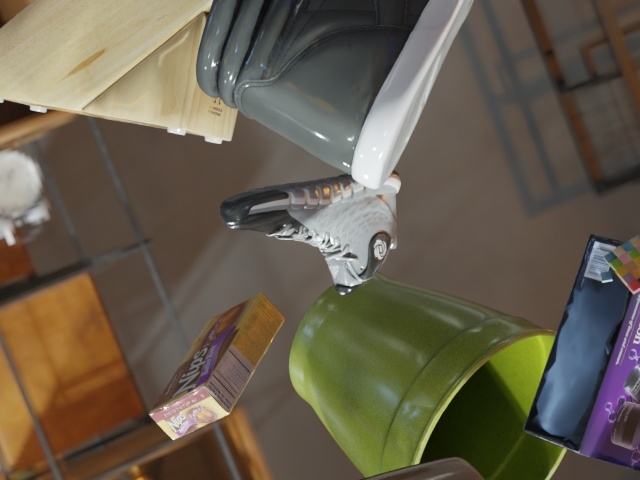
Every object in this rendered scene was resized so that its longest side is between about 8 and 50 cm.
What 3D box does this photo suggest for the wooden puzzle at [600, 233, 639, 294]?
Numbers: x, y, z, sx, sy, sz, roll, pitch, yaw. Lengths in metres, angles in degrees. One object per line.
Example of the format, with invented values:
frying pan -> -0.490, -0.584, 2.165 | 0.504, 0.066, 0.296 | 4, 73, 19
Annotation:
wooden puzzle -> 0.305, 0.020, 1.403 | 0.083, 0.049, 0.006 | -29, 149, -9

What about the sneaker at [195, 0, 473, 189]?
sneaker -> 0.024, -0.174, 0.883 | 0.104, 0.147, 0.296 | 103, 12, -56

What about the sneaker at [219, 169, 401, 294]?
sneaker -> 0.000, 0.000, 1.604 | 0.228, 0.132, 0.086 | -11, -171, -32

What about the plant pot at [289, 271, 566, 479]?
plant pot -> 0.149, 0.221, 2.236 | 0.366, 0.366, 0.353 | -25, -140, -32

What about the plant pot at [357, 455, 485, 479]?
plant pot -> 0.062, 0.309, 1.329 | 0.229, 0.263, 0.263 | -27, -174, -11

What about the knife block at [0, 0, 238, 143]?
knife block -> -0.121, -0.205, 1.123 | 0.275, 0.242, 0.088 | 11, -179, 20

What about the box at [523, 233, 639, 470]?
box -> 0.386, 0.146, 1.837 | 0.184, 0.261, 0.103 | 19, 179, -41

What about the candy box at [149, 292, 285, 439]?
candy box -> -0.127, 0.155, 1.833 | 0.109, 0.053, 0.187 | -29, -161, 39
